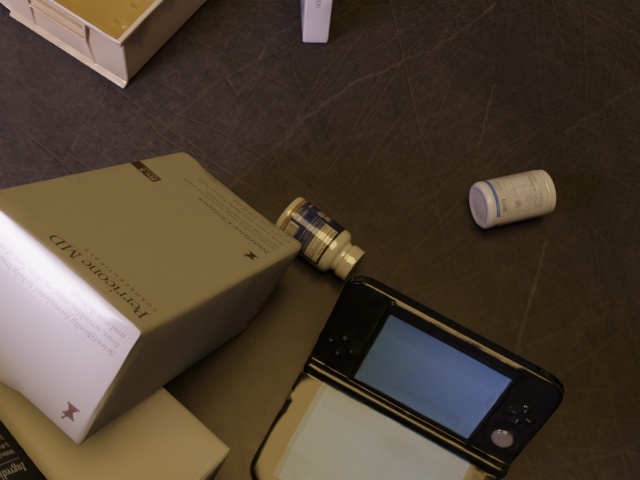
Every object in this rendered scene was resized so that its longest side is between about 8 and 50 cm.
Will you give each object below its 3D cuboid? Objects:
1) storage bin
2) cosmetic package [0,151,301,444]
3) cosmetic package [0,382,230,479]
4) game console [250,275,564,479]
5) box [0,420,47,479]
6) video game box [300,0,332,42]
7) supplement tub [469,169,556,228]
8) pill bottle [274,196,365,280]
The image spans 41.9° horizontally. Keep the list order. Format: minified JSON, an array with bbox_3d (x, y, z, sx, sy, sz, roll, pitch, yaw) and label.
[{"bbox_3d":[-0.316,-0.409,1.255,0.260,0.123,0.262,33,66,7],"label":"storage bin"},{"bbox_3d":[-0.204,0.037,0.937,0.217,0.385,0.156,37,110,8],"label":"cosmetic package"},{"bbox_3d":[-0.307,0.204,0.935,0.365,0.155,0.197,41,46,11],"label":"cosmetic package"},{"bbox_3d":[0.101,0.230,1.009,0.293,0.250,0.173,28,39,4],"label":"game console"},{"bbox_3d":[-0.452,0.254,0.745,0.293,0.212,0.395,-45,80,10],"label":"box"},{"bbox_3d":[-0.006,-0.436,1.267,0.048,0.205,0.187,-3,66,-5],"label":"video game box"},{"bbox_3d":[0.277,-0.060,1.211,0.107,0.071,0.071,-12,68,-14],"label":"supplement tub"},{"bbox_3d":[0.000,0.000,1.147,0.120,0.067,0.067,37,66,9],"label":"pill bottle"}]
